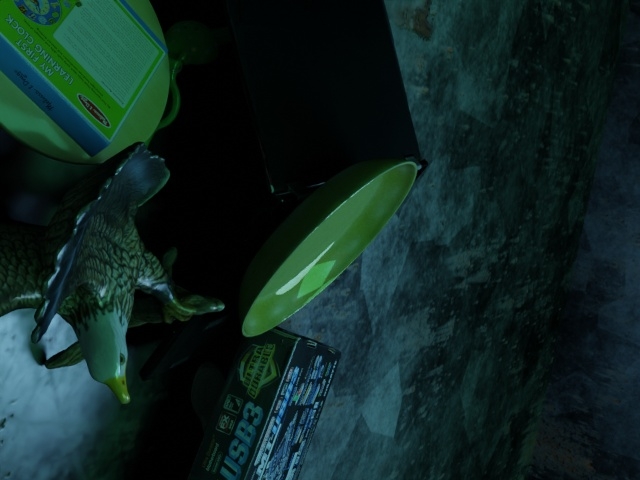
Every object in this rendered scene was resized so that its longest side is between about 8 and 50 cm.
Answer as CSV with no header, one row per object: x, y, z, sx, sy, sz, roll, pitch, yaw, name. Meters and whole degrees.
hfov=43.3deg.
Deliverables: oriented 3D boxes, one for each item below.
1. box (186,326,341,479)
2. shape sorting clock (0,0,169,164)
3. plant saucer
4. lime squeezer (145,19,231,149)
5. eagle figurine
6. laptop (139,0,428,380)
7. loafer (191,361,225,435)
-0.074,0.255,0.993,0.293,0.073,0.296,40,69,-73,box
-0.208,-0.163,0.660,0.206,0.040,0.206,23,60,-48,shape sorting clock
0.000,0.000,0.810,0.241,0.037,0.241,-43,167,-13,plant saucer
-0.149,-0.150,0.809,0.311,0.058,0.110,-61,178,-22,lime squeezer
-0.197,0.022,0.620,0.226,0.225,0.298,-58,154,-4,eagle figurine
-0.056,-0.106,0.921,0.408,0.236,0.382,-51,165,26,laptop
-0.133,0.196,0.986,0.045,0.039,0.125,-10,120,-8,loafer
